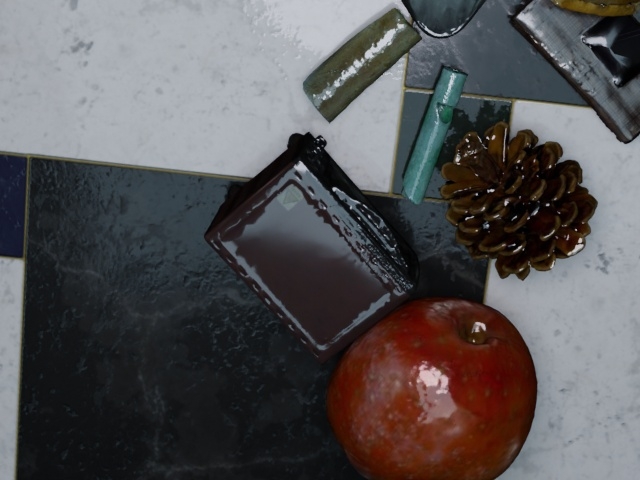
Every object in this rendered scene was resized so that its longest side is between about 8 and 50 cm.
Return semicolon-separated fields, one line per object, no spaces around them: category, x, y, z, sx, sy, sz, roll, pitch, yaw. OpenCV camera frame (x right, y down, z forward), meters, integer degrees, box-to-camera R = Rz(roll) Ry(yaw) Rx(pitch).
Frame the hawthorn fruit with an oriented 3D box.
hawthorn fruit;0.151;0.210;1.642;0.284;0.284;0.284;0;105;2

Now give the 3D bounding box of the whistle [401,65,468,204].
whistle;0.150;-0.140;1.665;0.039;0.039;0.186;18;105;-3

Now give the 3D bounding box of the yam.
yam;0.051;-0.234;1.628;0.169;0.068;0.068;-43;100;11

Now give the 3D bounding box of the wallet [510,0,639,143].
wallet;0.368;-0.247;1.625;0.124;0.042;0.230;-43;94;11

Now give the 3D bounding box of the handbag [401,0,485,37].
handbag;0.124;-0.418;1.578;0.191;0.075;0.332;-42;97;8

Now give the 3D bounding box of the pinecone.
pinecone;0.245;-0.058;1.618;0.212;0.168;0.185;36;89;-21

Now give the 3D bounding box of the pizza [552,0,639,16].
pizza;0.331;-0.384;1.561;0.147;0.069;0.226;-17;90;-17

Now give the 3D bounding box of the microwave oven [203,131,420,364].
microwave oven;-0.001;0.001;1.635;0.188;0.178;0.247;-41;100;12
